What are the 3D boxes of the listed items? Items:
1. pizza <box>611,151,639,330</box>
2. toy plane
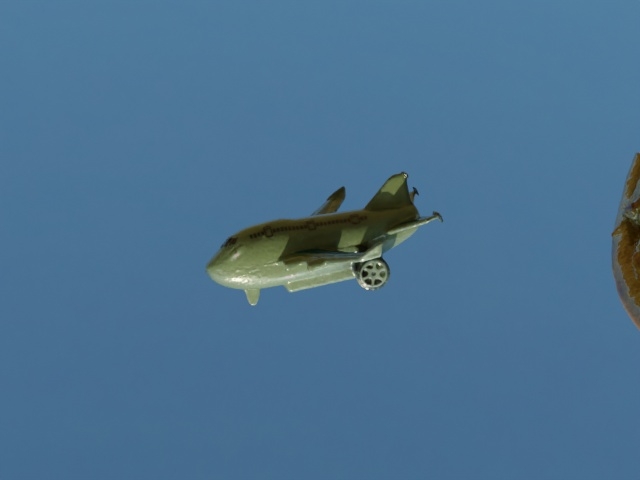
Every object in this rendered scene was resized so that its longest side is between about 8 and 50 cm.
[{"bbox_3d":[0.198,-0.010,0.975,0.036,0.099,0.160,32,-144,-23],"label":"pizza"},{"bbox_3d":[0.001,0.003,0.623,0.083,0.033,0.080,-19,-161,-3],"label":"toy plane"}]
